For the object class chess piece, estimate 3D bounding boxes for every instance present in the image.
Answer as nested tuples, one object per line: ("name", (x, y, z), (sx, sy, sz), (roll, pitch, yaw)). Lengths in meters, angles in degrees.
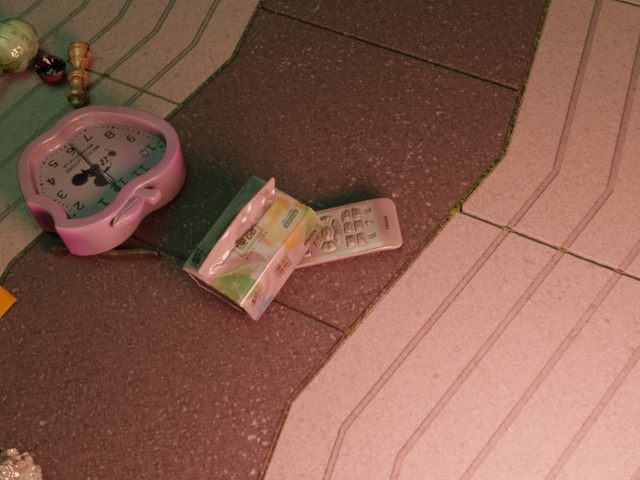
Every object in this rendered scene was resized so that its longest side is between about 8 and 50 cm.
("chess piece", (-0.553, -0.373, 2.091), (0.060, 0.060, 0.172), (-9, 59, 2))

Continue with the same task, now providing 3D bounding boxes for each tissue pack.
("tissue pack", (-0.130, 0.003, 1.700), (0.159, 0.145, 0.229), (30, 77, 24))

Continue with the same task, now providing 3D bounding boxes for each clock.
("clock", (-0.445, -0.131, 1.881), (0.339, 0.102, 0.338), (-3, 53, 5))

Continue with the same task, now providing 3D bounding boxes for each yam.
("yam", (-0.434, 0.026, 1.838), (0.234, 0.027, 0.029), (3, 18, 11))

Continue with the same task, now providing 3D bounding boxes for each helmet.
("helmet", (-0.620, -0.387, 2.112), (0.084, 0.049, 0.065), (35, 57, 28))

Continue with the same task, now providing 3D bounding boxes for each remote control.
("remote control", (0.000, 0.000, 1.784), (0.313, 0.055, 0.109), (-12, 64, 6))

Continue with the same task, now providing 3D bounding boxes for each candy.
("candy", (-0.770, -0.320, 2.070), (0.119, 0.119, 0.440), (14, 68, 16))

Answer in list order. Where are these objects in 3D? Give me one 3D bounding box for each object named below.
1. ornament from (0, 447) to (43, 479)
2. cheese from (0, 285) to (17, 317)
("ornament", (-0.466, 0.453, 1.527), (0.285, 0.130, 0.120), (31, 83, 15))
("cheese", (-0.708, 0.090, 1.811), (0.171, 0.126, 0.093), (25, 69, 42))
